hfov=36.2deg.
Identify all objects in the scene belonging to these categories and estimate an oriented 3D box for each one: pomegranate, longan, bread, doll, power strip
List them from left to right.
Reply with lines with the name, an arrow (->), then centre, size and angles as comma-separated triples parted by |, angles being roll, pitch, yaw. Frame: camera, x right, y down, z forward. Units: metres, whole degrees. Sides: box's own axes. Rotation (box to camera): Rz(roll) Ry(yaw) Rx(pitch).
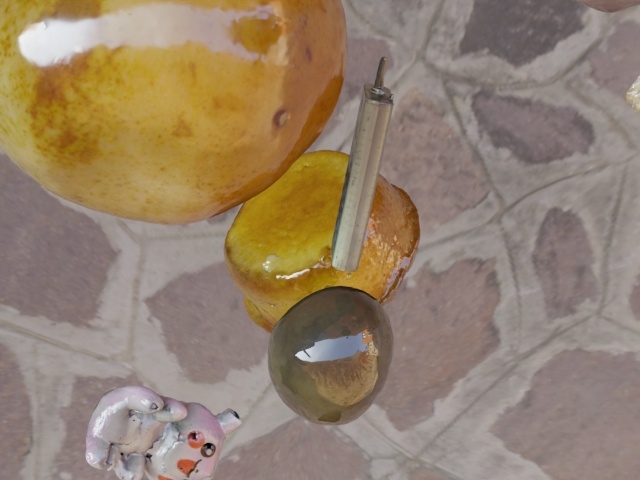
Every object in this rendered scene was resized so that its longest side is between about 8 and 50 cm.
pomegranate -> -0.181, -0.210, 1.080 | 0.417, 0.416, 0.416 | 0, 80, -1
doll -> -0.199, 0.250, 1.227 | 0.192, 0.095, 0.149 | 32, 97, -29
bread -> -0.001, 0.005, 1.493 | 0.312, 0.172, 0.312 | -17, 46, 19
longan -> 0.013, 0.150, 1.271 | 0.189, 0.189, 0.189 | 0, 80, -1
power strip -> 0.052, -0.092, 1.188 | 0.034, 0.092, 0.268 | 10, 112, -3

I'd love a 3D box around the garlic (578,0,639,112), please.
garlic -> 0.257, -0.222, 0.740 | 0.245, 0.245, 0.253 | 0, 83, -1
